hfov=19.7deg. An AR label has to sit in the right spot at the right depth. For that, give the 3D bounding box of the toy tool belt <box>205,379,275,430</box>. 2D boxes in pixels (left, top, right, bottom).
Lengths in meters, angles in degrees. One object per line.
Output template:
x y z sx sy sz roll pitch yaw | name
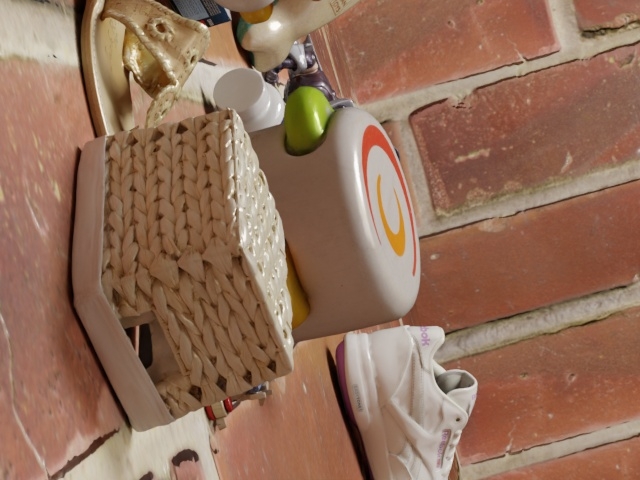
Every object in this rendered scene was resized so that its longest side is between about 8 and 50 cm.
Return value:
-0.056 0.098 1.329 0.083 0.051 0.052 -92 165 -64 | toy tool belt

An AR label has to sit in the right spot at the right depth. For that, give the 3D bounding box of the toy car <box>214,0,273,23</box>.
-0.043 -0.283 1.573 0.159 0.136 0.182 -75 150 -76 | toy car

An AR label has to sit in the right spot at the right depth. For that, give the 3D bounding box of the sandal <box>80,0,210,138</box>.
-0.116 -0.144 1.259 0.088 0.079 0.240 66 10 -53 | sandal

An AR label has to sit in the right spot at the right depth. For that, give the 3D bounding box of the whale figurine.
-0.015 -0.323 2.085 0.141 0.272 0.216 38 -4 17 | whale figurine

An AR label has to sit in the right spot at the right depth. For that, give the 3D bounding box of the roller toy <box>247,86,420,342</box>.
-0.006 -0.009 1.606 0.191 0.146 0.209 42 38 -62 | roller toy

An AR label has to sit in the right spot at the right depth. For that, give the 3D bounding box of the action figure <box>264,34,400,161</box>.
-0.004 -0.148 2.203 0.185 0.099 0.285 63 -6 -22 | action figure

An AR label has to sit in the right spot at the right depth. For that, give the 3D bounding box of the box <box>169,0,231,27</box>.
-0.140 -0.325 1.656 0.159 0.044 0.233 58 18 -67 | box

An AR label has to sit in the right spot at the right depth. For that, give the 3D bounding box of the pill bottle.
-0.061 -0.108 1.725 0.120 0.067 0.067 65 11 -57 | pill bottle

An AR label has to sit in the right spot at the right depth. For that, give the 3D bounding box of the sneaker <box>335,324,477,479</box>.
0.120 0.233 2.112 0.114 0.152 0.305 -98 172 -64 | sneaker

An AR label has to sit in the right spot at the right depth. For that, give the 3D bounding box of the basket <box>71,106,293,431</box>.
-0.079 0.012 1.093 0.167 0.103 0.113 -95 167 -55 | basket
